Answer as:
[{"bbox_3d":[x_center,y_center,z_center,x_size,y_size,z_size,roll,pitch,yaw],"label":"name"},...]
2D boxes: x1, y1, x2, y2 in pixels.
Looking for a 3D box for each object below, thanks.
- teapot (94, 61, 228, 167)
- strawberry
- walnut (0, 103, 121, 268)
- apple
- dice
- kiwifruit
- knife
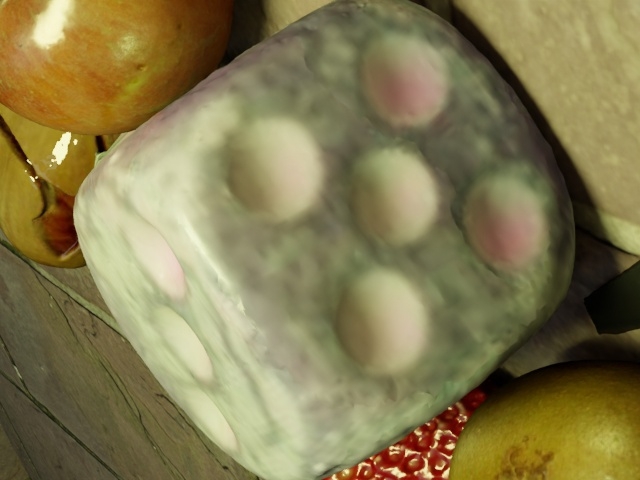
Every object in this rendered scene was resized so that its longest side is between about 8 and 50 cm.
[{"bbox_3d":[-0.107,-0.039,1.094,0.221,0.178,0.163,57,154,-10],"label":"teapot"},{"bbox_3d":[0.110,0.199,1.064,0.244,0.205,0.205,-31,96,42],"label":"strawberry"},{"bbox_3d":[-0.278,-0.104,1.290,0.203,0.203,0.298,38,133,29],"label":"walnut"},{"bbox_3d":[-0.188,-0.215,0.968,0.253,0.253,0.253,39,150,27],"label":"apple"},{"bbox_3d":[0.000,0.000,0.856,0.271,0.270,0.270,55,155,-2],"label":"dice"},{"bbox_3d":[0.208,0.179,0.827,0.196,0.196,0.234,58,154,-9],"label":"kiwifruit"},{"bbox_3d":[0.238,0.028,0.786,0.060,0.028,0.230,39,155,3],"label":"knife"}]
